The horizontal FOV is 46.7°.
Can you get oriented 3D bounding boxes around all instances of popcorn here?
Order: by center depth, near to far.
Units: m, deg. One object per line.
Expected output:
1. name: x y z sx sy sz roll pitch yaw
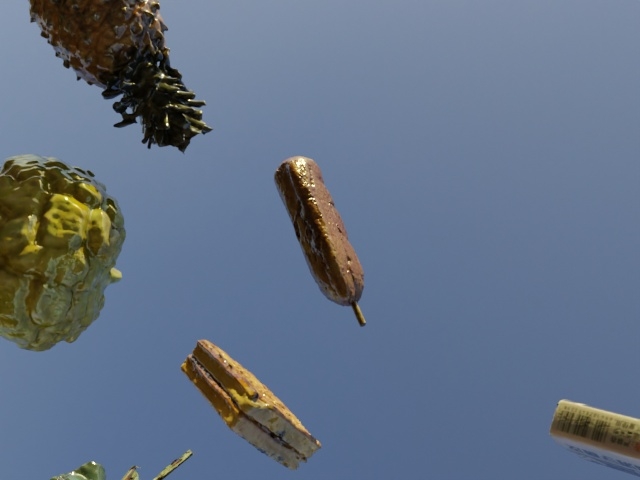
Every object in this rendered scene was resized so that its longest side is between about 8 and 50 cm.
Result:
1. popcorn: -0.350 0.000 0.850 0.252 0.205 0.236 24 -128 7

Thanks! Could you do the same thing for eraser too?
1. eraser: 0.445 0.290 1.038 0.210 0.124 0.067 6 -116 50

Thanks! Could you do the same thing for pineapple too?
1. pineapple: -0.228 -0.222 0.911 0.158 0.158 0.278 -37 -91 9

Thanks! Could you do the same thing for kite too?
1. kite: -0.437 0.589 1.659 0.368 0.014 0.406 -38 -166 -12

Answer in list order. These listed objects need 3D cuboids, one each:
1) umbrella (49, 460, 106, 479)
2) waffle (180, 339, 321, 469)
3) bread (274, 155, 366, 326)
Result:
1. umbrella: -0.302 0.427 0.973 0.143 0.094 0.349 -31 -149 -21
2. waffle: -0.071 0.158 0.722 0.042 0.102 0.148 -50 -148 -8
3. bread: 0.002 -0.001 1.296 0.084 0.124 0.343 -32 -116 22
